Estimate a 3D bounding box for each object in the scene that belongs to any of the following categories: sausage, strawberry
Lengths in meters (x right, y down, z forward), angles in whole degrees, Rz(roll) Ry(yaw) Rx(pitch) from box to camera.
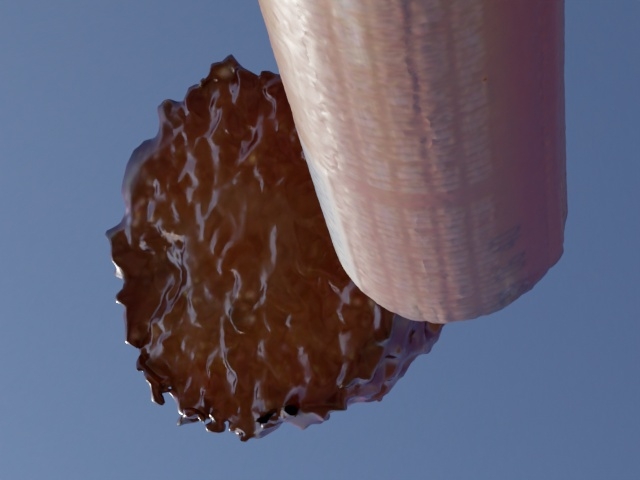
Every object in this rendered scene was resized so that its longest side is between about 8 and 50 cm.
[{"bbox_3d":[0.027,-0.072,0.501,0.093,0.312,0.093,-3,-114,7],"label":"sausage"},{"bbox_3d":[0.000,0.000,1.041,0.233,0.178,0.234,2,-87,36],"label":"strawberry"}]
